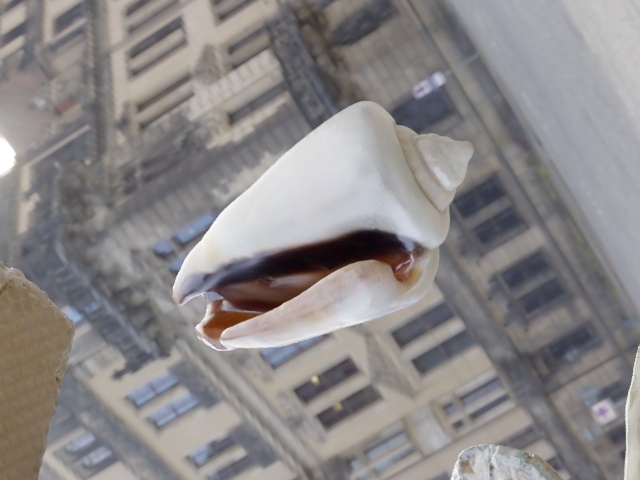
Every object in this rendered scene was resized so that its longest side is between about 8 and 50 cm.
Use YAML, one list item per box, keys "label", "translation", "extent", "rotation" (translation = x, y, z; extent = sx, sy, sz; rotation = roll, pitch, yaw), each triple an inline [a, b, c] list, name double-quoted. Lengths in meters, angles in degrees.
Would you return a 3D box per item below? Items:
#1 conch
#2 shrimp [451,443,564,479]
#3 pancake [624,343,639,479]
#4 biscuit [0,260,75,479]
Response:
- label: "conch"
  translation: [-0.004, -0.002, 0.590]
  extent: [0.094, 0.176, 0.104]
  rotation: [35, -144, -72]
- label: "shrimp"
  translation: [0.117, 0.187, 0.798]
  extent: [0.091, 0.034, 0.161]
  rotation: [44, 140, 25]
- label: "pancake"
  translation: [0.240, 0.093, 0.471]
  extent: [0.250, 0.250, 0.031]
  rotation: [60, 178, 6]
- label: "biscuit"
  translation: [-0.270, 0.194, 0.811]
  extent: [0.144, 0.078, 0.426]
  rotation: [49, -145, -40]
